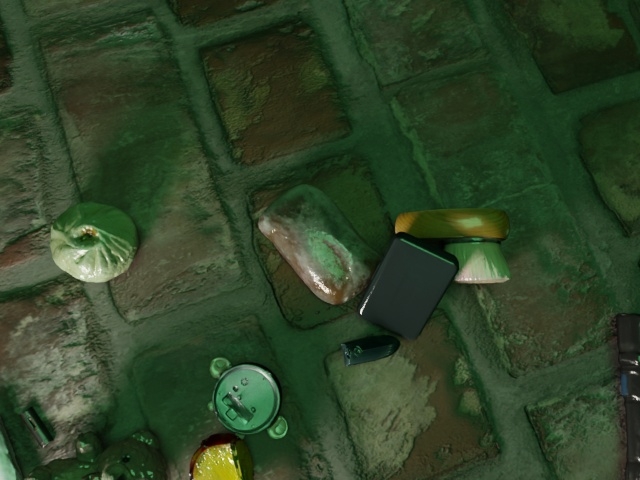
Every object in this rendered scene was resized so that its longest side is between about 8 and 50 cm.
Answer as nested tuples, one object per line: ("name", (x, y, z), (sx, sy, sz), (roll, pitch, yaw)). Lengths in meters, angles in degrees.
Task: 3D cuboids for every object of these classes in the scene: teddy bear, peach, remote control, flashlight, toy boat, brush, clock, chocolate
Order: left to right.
("remote control", (-0.614, 0.404, 1.159), (0.034, 0.016, 0.091), (-37, 82, -17))
("teddy bear", (-0.446, 0.503, 1.078), (0.267, 0.151, 0.236), (-12, 70, -2))
("peach", (-0.194, 0.486, 1.128), (0.127, 0.092, 0.172), (-39, 88, 0))
("clock", (-0.161, 0.347, 1.183), (0.155, 0.063, 0.229), (-43, 81, -14))
("chocolate", (0.000, 0.000, 1.270), (0.185, 0.100, 0.303), (-40, 79, -9))
("toy boat", (0.119, 0.248, 1.232), (0.141, 0.060, 0.055), (-10, 77, -14))
("brush", (0.307, 0.015, 1.255), (0.267, 0.174, 0.166), (2, 85, 5))
("flashlight", (0.733, 0.376, 1.221), (0.103, 0.103, 0.424), (7, 75, -2))

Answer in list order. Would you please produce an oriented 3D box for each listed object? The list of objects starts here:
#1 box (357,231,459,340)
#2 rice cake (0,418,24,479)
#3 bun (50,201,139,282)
("box", (0.195, 0.106, 1.211), (0.160, 0.050, 0.230), (25, 116, 3))
("rice cake", (-0.678, 0.477, 1.123), (0.085, 0.040, 0.226), (-25, 79, -9))
("bun", (-0.519, -0.003, 1.220), (0.195, 0.118, 0.195), (0, 76, 0))
